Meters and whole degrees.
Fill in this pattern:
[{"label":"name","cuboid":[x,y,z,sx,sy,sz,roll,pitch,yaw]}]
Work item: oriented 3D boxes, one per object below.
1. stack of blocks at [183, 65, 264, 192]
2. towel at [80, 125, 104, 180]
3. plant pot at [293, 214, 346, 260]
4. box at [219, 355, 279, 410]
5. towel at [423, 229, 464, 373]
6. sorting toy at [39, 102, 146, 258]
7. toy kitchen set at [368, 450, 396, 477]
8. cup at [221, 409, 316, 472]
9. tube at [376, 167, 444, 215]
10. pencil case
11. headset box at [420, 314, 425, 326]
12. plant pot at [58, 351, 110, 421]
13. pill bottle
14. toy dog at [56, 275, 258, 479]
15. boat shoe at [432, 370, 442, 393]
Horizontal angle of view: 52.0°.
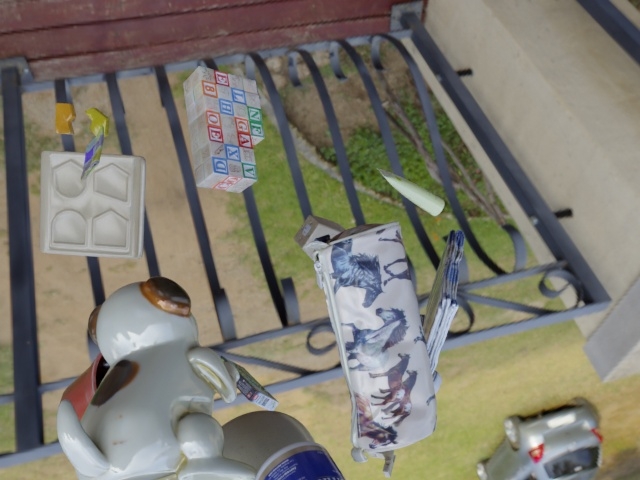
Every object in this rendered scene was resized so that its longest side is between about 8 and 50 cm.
[{"label":"stack of blocks","cuboid":[-0.236,-0.276,1.660,0.171,0.296,0.087,6,156,-40]},{"label":"towel","cuboid":[-0.369,-0.141,1.061,0.009,0.083,0.060,24,137,-34]},{"label":"plant pot","cuboid":[0.000,0.000,1.587,0.096,0.109,0.109,31,97,-27]},{"label":"box","cuboid":[-0.223,0.430,1.972,0.036,0.207,0.114,-53,135,-5]},{"label":"towel","cuboid":[0.239,0.125,1.304,0.034,0.285,0.209,16,122,6]},{"label":"sorting toy","cuboid":[-0.463,-0.121,1.341,0.229,0.306,0.041,4,-174,6]},{"label":"toy kitchen set","cuboid":[0.173,0.657,1.976,0.083,0.075,0.068,0,134,25]},{"label":"cup","cuboid":[-0.112,0.593,1.525,0.331,0.237,0.330,-3,97,-23]},{"label":"tube","cuboid":[0.285,-0.159,2.074,0.240,0.062,0.070,29,153,-19]},{"label":"pencil case","cuboid":[0.094,0.177,1.176,0.184,0.409,0.160,-11,179,-15]},{"label":"headset box","cuboid":[0.257,0.199,1.611,0.062,0.032,0.083,9,173,-22]},{"label":"plant pot","cuboid":[-0.563,0.431,1.794,0.273,0.272,0.265,19,140,-42]},{"label":"pill bottle","cuboid":[0.003,0.483,1.105,0.153,0.264,0.153,-15,125,-22]},{"label":"toy dog","cuboid":[-0.338,0.277,1.257,0.285,0.407,0.396,-33,140,31]},{"label":"boat shoe","cuboid":[0.239,0.468,1.930,0.302,0.094,0.109,-37,-171,-28]}]
